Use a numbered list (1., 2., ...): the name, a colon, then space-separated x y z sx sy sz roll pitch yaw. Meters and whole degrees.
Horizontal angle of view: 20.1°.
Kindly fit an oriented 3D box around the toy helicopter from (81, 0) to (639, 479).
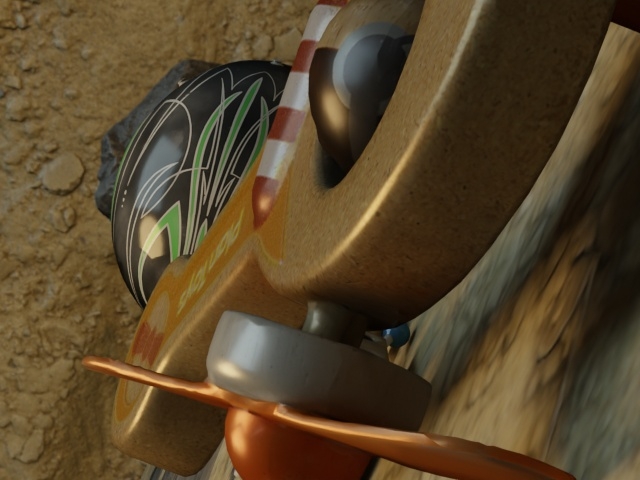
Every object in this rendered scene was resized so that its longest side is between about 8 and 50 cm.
1. toy helicopter: 0.000 0.000 0.567 0.355 0.140 0.235 129 155 -54

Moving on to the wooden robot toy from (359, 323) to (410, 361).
1. wooden robot toy: -0.006 0.072 0.756 0.173 0.076 0.079 -87 10 -77

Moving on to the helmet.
1. helmet: -0.048 -0.019 1.086 0.161 0.169 0.169 88 -159 -62

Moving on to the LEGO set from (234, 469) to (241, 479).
1. LEGO set: -0.053 0.150 0.961 0.244 0.060 0.182 132 158 -73
